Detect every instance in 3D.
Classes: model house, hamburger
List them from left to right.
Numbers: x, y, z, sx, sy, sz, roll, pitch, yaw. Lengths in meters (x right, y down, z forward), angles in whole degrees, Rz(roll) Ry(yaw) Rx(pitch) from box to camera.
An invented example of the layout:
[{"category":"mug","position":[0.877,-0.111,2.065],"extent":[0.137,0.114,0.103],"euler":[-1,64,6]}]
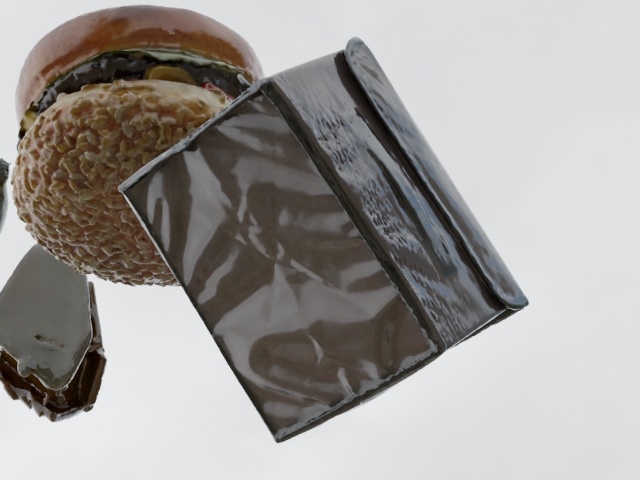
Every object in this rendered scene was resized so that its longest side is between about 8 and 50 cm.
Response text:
[{"category":"model house","position":[-0.418,0.162,2.003],"extent":[0.220,0.199,0.229],"euler":[-53,-16,-24]},{"category":"hamburger","position":[-0.210,-0.105,1.534],"extent":[0.330,0.250,0.330],"euler":[-9,-33,-6]}]

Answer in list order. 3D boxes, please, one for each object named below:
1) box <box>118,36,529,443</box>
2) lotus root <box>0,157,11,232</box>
[{"category":"box","position":[0.000,0.000,0.985],"extent":[0.188,0.252,0.153],"euler":[-33,-5,34]},{"category":"lotus root","position":[-0.453,-0.032,1.666],"extent":[0.165,0.088,0.088],"euler":[-63,-32,-14]}]
